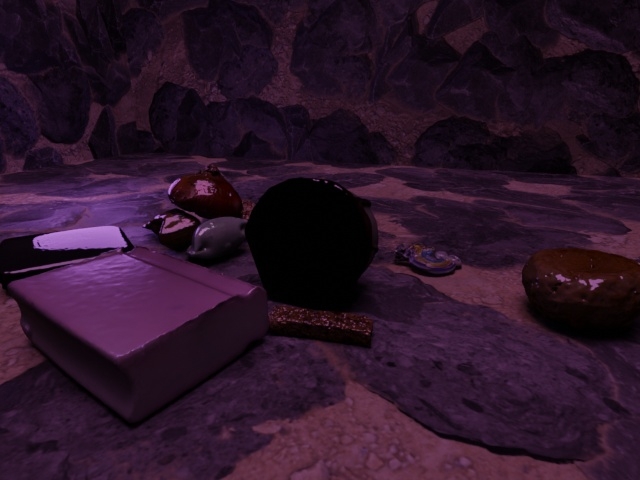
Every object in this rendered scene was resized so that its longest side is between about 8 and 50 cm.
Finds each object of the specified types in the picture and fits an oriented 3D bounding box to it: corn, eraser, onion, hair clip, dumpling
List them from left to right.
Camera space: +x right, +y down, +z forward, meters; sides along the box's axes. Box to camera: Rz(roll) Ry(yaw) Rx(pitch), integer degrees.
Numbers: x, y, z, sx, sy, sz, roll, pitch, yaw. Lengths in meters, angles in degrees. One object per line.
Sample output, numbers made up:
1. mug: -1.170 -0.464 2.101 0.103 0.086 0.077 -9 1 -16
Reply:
1. eraser: -0.312 0.124 0.699 0.359 0.122 0.272 12 24 32
2. onion: -0.340 -0.147 1.226 0.230 0.163 0.230 11 -1 0
3. dumpling: -0.289 0.006 1.104 0.105 0.149 0.217 45 38 7
4. corn: -0.242 -0.075 1.335 0.086 0.086 0.253 -3 20 -12
5. hair clip: 0.277 0.054 1.049 0.172 0.049 0.116 17 37 20

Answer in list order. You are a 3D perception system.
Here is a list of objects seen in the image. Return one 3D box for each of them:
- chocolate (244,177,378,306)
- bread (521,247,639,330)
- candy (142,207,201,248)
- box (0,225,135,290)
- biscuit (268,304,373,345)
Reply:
1. chocolate: 0.000 0.000 0.909 0.284 0.283 0.186 7 4 19
2. bread: 0.523 0.095 0.808 0.230 0.123 0.230 -4 19 2
3. candy: -0.449 -0.045 1.229 0.143 0.101 0.271 -19 20 -29
4. box: -0.638 0.032 1.024 0.289 0.073 0.290 -11 22 -33
5. biscuit: -0.002 0.155 0.743 0.199 0.034 0.064 5 18 11
